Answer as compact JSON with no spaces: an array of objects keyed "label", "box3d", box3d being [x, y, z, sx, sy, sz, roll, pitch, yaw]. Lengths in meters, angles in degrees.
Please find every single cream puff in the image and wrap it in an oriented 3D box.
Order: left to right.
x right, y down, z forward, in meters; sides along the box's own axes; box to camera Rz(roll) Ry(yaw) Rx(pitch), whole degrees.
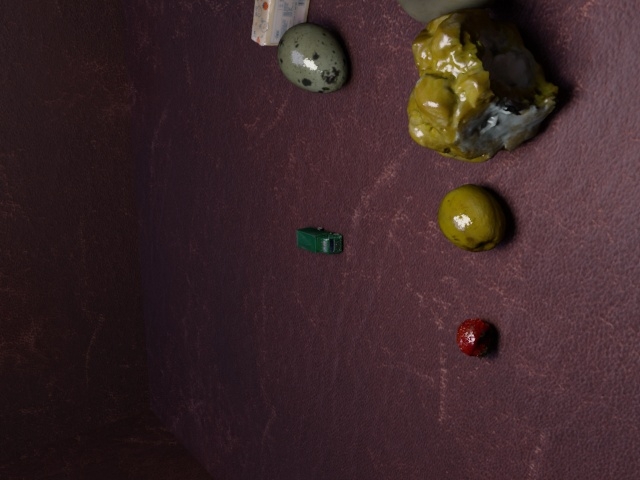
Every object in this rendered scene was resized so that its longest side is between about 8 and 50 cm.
[{"label":"cream puff","box3d":[0.304,-0.316,1.446,0.274,0.323,0.270,-48,48,39]}]

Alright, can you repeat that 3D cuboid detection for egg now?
[{"label":"egg","box3d":[-0.018,-0.501,1.936,0.228,0.177,0.177,43,135,17]}]

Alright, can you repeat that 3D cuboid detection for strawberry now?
[{"label":"strawberry","box3d":[0.371,0.234,1.690,0.106,0.106,0.106,22,118,50]}]

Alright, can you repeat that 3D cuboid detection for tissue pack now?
[{"label":"tissue pack","box3d":[-0.116,-0.674,2.039,0.092,0.148,0.196,41,132,43]}]

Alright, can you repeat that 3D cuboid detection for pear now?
[{"label":"pear","box3d":[0.345,-0.047,1.594,0.162,0.148,0.149,61,142,33]}]

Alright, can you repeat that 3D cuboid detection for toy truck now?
[{"label":"toy truck","box3d":[0.000,0.000,2.151,0.147,0.079,0.065,17,114,49]}]

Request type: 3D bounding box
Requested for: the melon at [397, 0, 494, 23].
[{"label":"melon","box3d":[0.274,-0.584,1.434,0.308,0.271,0.272,-16,88,46]}]
